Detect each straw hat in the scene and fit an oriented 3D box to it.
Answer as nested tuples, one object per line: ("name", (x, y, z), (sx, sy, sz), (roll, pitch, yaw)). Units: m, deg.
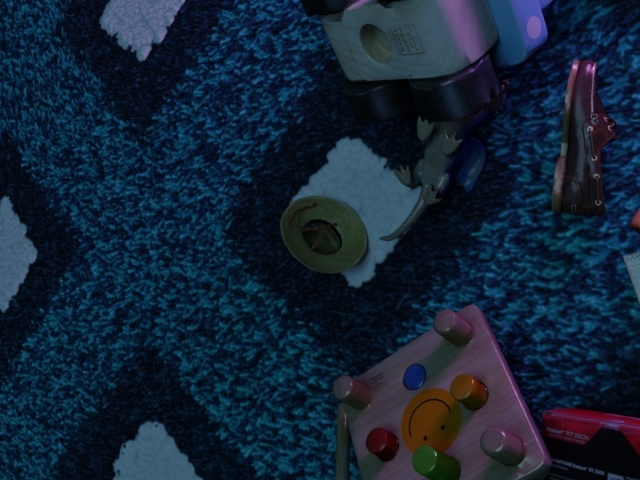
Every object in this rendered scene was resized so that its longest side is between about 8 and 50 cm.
("straw hat", (0.000, 0.000, 1.158), (0.144, 0.144, 0.061), (64, 157, 19))

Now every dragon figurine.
("dragon figurine", (0.186, -0.117, 1.039), (0.085, 0.144, 0.289), (32, 122, 28))

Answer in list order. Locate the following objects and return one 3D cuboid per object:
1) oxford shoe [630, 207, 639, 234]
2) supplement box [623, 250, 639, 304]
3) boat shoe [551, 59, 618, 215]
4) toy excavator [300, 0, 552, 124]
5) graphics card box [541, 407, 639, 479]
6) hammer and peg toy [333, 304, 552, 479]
("oxford shoe", (0.545, 0.003, 0.783), (0.363, 0.130, 0.133), (30, 95, 30))
("supplement box", (0.419, 0.062, 0.892), (0.036, 0.062, 0.098), (-22, 75, 30))
("boat shoe", (0.358, -0.135, 0.945), (0.073, 0.073, 0.207), (7, 97, 31))
("toy excavator", (0.253, -0.364, 0.921), (0.445, 0.222, 0.433), (-42, 29, -23))
("graphics card box", (0.373, 0.395, 0.821), (0.232, 0.094, 0.371), (-10, 78, 60))
("hammer and peg toy", (0.109, 0.271, 0.978), (0.361, 0.127, 0.266), (-37, 42, 21))
